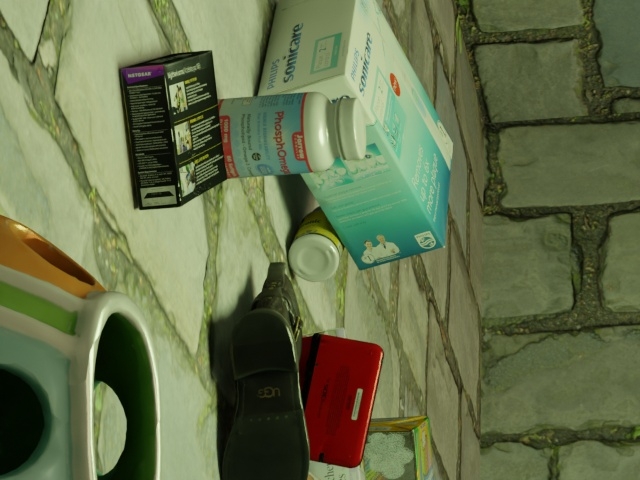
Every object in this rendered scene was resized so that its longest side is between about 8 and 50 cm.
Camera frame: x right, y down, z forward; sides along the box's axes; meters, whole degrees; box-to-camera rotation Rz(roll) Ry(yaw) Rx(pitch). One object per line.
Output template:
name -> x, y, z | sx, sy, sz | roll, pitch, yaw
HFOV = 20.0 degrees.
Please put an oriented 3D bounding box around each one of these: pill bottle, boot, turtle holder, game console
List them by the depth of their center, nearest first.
turtle holder -> -0.206, 0.129, 0.904 | 0.243, 0.227, 0.320 | 69, 21, -57
pill bottle -> -0.036, -0.113, 1.931 | 0.087, 0.160, 0.087 | -4, 90, -78
boot -> -0.048, 0.165, 1.984 | 0.229, 0.091, 0.263 | -62, 155, -83
game console -> 0.008, 0.185, 2.078 | 0.085, 0.124, 0.144 | 44, 57, -72
pill bottle -> 0.000, 0.000, 2.293 | 0.116, 0.065, 0.065 | -69, 153, -63

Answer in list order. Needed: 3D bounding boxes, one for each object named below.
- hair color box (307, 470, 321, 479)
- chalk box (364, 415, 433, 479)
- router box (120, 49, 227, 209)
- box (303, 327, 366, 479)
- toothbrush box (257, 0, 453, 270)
hair color box -> -0.011, 0.305, 2.027 | 0.141, 0.043, 0.072 | 40, 32, -19
chalk box -> 0.079, 0.348, 2.406 | 0.132, 0.132, 0.213 | -14, 101, -78
router box -> -0.137, -0.108, 1.731 | 0.179, 0.046, 0.133 | -41, 126, -75
box -> 0.018, 0.256, 2.195 | 0.067, 0.063, 0.324 | 70, 12, -50
toothbrush box -> 0.049, -0.146, 2.261 | 0.295, 0.126, 0.216 | 57, 26, -33
